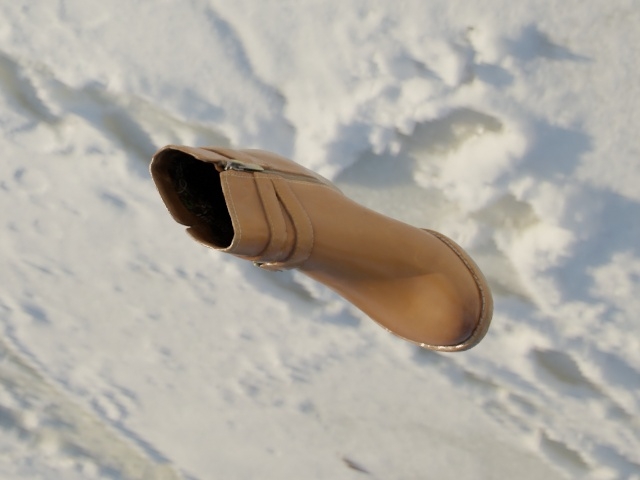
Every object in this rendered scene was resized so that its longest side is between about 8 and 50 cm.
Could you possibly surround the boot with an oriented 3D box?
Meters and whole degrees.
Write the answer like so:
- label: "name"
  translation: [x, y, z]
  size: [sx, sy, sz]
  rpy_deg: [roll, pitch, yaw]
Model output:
- label: "boot"
  translation: [0.000, 0.000, 1.132]
  size: [0.283, 0.109, 0.220]
  rpy_deg: [43, -162, 30]
